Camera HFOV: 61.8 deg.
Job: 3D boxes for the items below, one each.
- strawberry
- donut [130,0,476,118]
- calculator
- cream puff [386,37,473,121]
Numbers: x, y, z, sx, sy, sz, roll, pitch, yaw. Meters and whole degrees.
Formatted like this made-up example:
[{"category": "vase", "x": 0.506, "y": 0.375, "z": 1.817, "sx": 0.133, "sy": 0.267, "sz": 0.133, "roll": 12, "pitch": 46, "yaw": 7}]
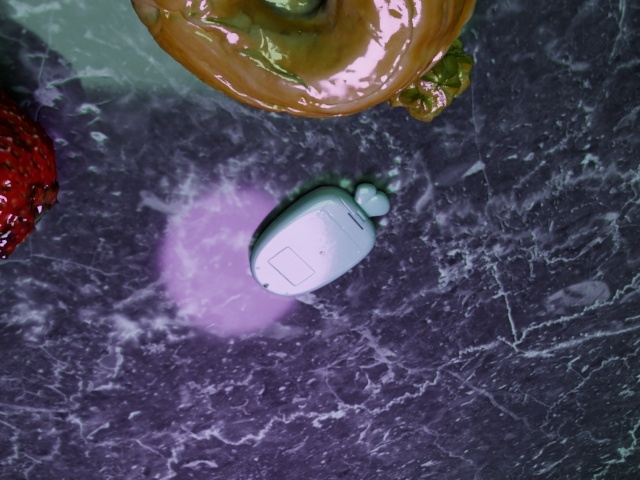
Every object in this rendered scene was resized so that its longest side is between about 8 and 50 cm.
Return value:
[{"category": "strawberry", "x": -0.481, "y": -0.119, "z": 0.699, "sx": 0.250, "sy": 0.238, "sz": 0.288, "roll": -12, "pitch": 115, "yaw": 18}, {"category": "donut", "x": -0.025, "y": -0.326, "z": 0.636, "sx": 0.449, "sy": 0.198, "sz": 0.449, "roll": 6, "pitch": 147, "yaw": 4}, {"category": "calculator", "x": 0.000, "y": 0.000, "z": 1.003, "sx": 0.295, "sy": 0.042, "sz": 0.184, "roll": -37, "pitch": 122, "yaw": 12}, {"category": "cream puff", "x": 0.167, "y": -0.264, "z": 0.825, "sx": 0.156, "sy": 0.156, "sz": 0.121, "roll": -16, "pitch": 141, "yaw": -4}]
